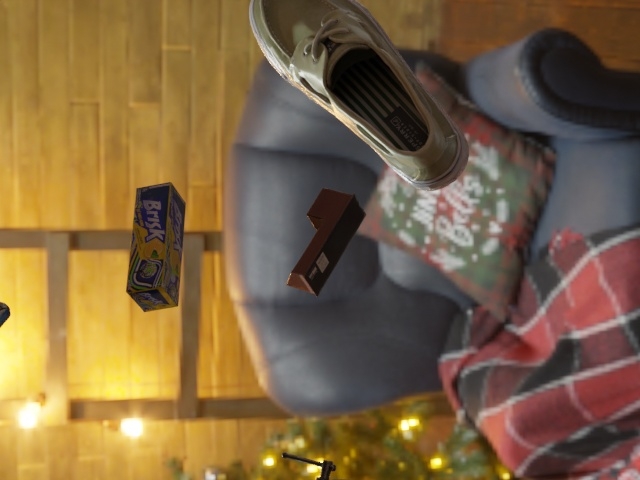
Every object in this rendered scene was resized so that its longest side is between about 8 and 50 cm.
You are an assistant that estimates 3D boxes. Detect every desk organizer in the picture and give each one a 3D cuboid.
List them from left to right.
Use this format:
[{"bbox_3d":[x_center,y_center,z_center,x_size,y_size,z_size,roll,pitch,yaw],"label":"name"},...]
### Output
[{"bbox_3d":[0.000,0.000,1.450,0.130,0.050,0.047,-59,-37,-22],"label":"desk organizer"}]

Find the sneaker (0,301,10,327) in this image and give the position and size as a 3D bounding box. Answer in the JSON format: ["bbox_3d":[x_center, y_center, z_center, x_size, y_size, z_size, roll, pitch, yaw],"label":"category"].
[{"bbox_3d":[-0.442,0.143,1.440,0.063,0.162,0.073,25,160,42],"label":"sneaker"}]

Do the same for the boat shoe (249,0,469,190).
[{"bbox_3d":[0.032,-0.172,1.136,0.302,0.109,0.094,45,-179,25],"label":"boat shoe"}]

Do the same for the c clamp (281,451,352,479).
[{"bbox_3d":[0.008,0.309,1.216,0.137,0.022,0.161,-1,75,34],"label":"c clamp"}]

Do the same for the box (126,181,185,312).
[{"bbox_3d":[-0.220,0.007,1.570,0.059,0.054,0.169,61,-156,-54],"label":"box"}]
